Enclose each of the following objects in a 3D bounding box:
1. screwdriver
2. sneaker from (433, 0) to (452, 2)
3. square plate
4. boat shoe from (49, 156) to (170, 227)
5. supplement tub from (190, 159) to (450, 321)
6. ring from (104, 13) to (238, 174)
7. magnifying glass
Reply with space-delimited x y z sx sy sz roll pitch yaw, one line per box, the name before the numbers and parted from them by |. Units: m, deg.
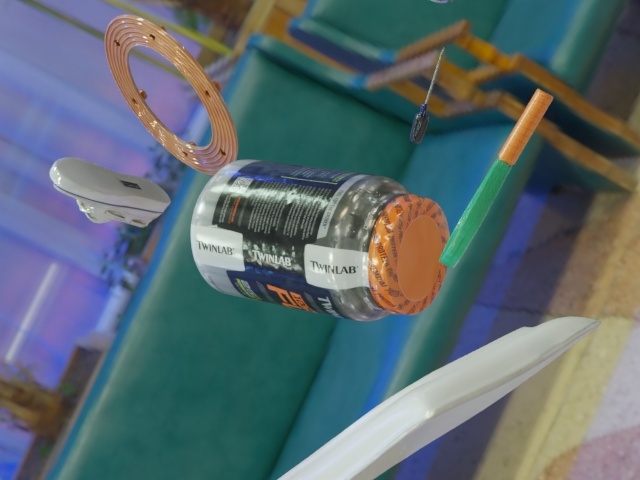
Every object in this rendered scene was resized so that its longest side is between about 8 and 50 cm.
screwdriver | 0.169 -0.230 2.117 0.025 0.024 0.170 38 128 39
sneaker | 0.067 -0.435 1.817 0.130 0.330 0.147 -43 -11 -19
square plate | 0.092 0.198 1.423 0.347 0.049 0.344 -18 -18 -50
boat shoe | -0.377 -0.074 2.332 0.088 0.267 0.096 -51 62 17
supplement tub | 0.000 0.000 1.907 0.338 0.207 0.207 9 69 37
ring | -0.261 -0.261 2.394 0.032 0.336 0.336 -42 9 -25
magnifying glass | 0.203 -0.070 1.554 0.231 0.026 0.092 -62 -2 11
